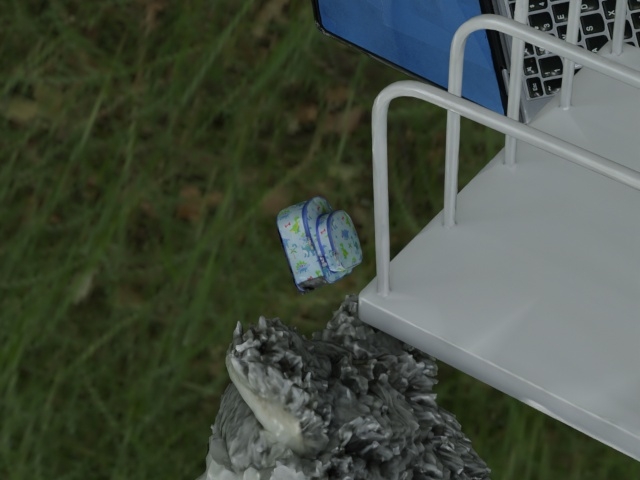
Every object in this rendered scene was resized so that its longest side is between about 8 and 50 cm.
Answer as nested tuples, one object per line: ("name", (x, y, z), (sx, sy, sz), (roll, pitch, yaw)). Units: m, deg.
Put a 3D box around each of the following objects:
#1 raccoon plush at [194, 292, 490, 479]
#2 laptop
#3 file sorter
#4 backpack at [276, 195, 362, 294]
("raccoon plush", (0.135, 0.175, 0.809), (0.446, 0.299, 0.216), (-2, 180, 11))
("laptop", (0.186, -0.319, 1.377), (0.407, 0.382, 0.236), (-10, 155, 4))
("file sorter", (0.176, -0.059, 0.834), (0.192, 0.277, 0.173), (26, 141, 27))
("backpack", (0.000, 0.000, 2.088), (0.084, 0.105, 0.114), (-22, 91, 24))
